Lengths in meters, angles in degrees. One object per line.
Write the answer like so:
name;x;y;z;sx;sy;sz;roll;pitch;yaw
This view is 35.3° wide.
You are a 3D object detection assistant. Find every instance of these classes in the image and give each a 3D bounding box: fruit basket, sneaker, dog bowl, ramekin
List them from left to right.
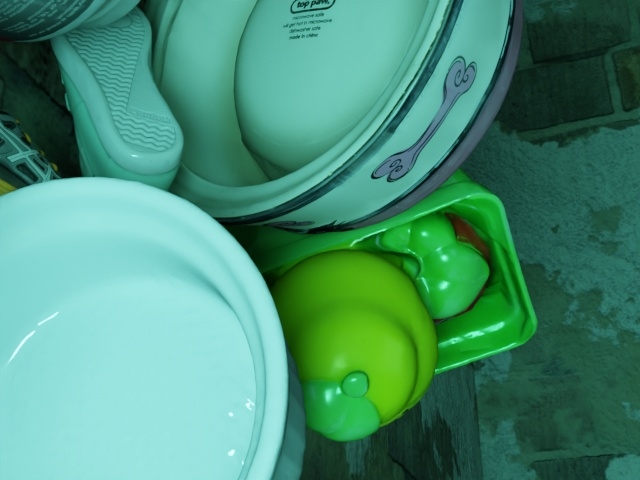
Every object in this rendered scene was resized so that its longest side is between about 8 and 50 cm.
sneaker;-0.220;-0.045;0.700;0.215;0.084;0.083;48;32;-58
ramekin;-0.141;0.112;0.625;0.135;0.277;0.277;61;24;-66
sneaker;-0.200;-0.110;0.911;0.255;0.094;0.151;67;-34;36
dog bowl;0.006;-0.189;0.938;0.150;0.408;0.407;23;55;-44
fruit basket;0.033;0.090;1.018;0.392;0.392;0.283;-84;157;-43

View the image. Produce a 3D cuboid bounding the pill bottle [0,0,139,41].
pill bottle;-0.233;-0.227;0.667;0.318;0.176;0.176;-12;92;-73
